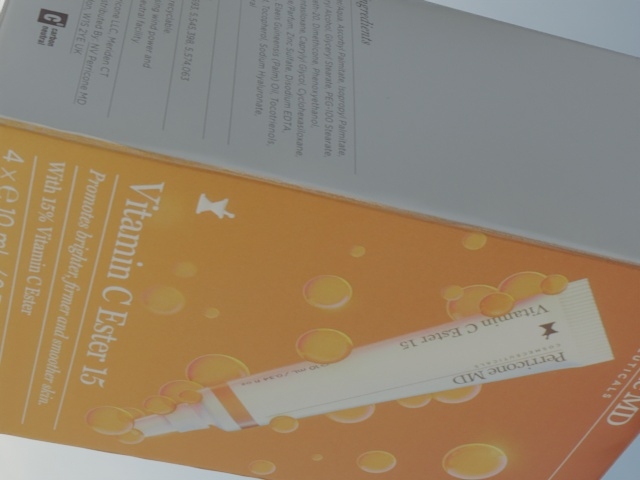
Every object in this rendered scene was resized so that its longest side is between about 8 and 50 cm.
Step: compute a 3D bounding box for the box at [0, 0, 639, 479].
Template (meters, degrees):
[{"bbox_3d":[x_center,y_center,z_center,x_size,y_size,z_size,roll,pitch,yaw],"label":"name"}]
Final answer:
[{"bbox_3d":[0.000,0.000,0.596,0.168,0.345,0.215,-90,-163,-45],"label":"box"}]
